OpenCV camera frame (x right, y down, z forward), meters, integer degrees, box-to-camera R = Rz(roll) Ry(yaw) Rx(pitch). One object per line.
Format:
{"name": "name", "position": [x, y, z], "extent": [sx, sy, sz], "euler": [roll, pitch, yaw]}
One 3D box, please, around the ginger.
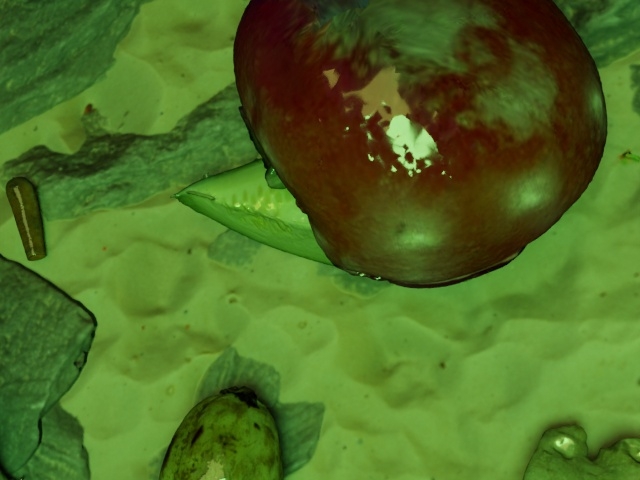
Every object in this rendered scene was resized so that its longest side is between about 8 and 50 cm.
{"name": "ginger", "position": [0.268, 0.228, 0.652], "extent": [0.213, 0.074, 0.137], "euler": [16, 91, 21]}

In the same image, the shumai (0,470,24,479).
{"name": "shumai", "position": [-0.350, 0.246, 0.788], "extent": [0.201, 0.120, 0.201], "euler": [-38, 42, 45]}

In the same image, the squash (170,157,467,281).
{"name": "squash", "position": [0.000, 0.000, 0.762], "extent": [0.252, 0.093, 0.169], "euler": [-17, 60, 8]}

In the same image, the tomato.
{"name": "tomato", "position": [0.067, -0.145, 0.662], "extent": [0.290, 0.176, 0.335], "euler": [-29, 58, -1]}

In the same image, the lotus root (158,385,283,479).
{"name": "lotus root", "position": [-0.093, 0.259, 0.730], "extent": [0.110, 0.097, 0.258], "euler": [5, 82, 13]}

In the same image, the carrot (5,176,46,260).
{"name": "carrot", "position": [-0.316, -0.025, 0.885], "extent": [0.032, 0.032, 0.093], "euler": [-21, 78, 9]}
